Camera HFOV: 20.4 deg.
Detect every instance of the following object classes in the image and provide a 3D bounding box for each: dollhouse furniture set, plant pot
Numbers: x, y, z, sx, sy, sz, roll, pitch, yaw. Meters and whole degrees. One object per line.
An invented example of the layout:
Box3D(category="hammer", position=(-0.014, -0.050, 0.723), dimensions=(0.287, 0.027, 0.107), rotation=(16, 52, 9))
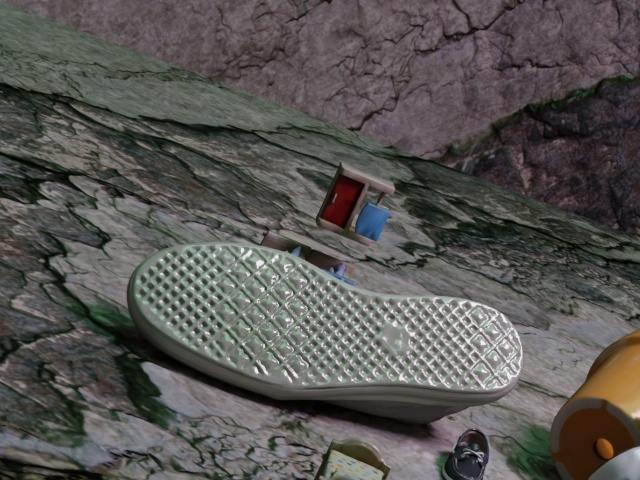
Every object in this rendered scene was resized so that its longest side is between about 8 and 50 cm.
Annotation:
Box3D(category="dollhouse furniture set", position=(0.058, 0.258, 1.476), dimensions=(0.161, 0.101, 0.182), rotation=(24, 13, 0))
Box3D(category="plant pot", position=(0.366, 0.216, 2.043), dimensions=(0.205, 0.205, 0.188), rotation=(32, 31, 30))
Box3D(category="dollhouse furniture set", position=(0.000, 0.000, 2.224), dimensions=(0.129, 0.183, 0.129), rotation=(22, 13, -8))

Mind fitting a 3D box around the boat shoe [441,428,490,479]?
Box3D(category="boat shoe", position=(0.160, 0.234, 1.899), dimensions=(0.046, 0.038, 0.125), rotation=(25, 13, 6))

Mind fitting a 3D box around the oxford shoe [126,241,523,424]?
Box3D(category="oxford shoe", position=(0.000, 0.112, 1.939), dimensions=(0.449, 0.169, 0.130), rotation=(11, -25, -19))

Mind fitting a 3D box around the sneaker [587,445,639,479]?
Box3D(category="sneaker", position=(0.404, 0.313, 1.926), dimensions=(0.292, 0.110, 0.118), rotation=(20, 37, -42))
